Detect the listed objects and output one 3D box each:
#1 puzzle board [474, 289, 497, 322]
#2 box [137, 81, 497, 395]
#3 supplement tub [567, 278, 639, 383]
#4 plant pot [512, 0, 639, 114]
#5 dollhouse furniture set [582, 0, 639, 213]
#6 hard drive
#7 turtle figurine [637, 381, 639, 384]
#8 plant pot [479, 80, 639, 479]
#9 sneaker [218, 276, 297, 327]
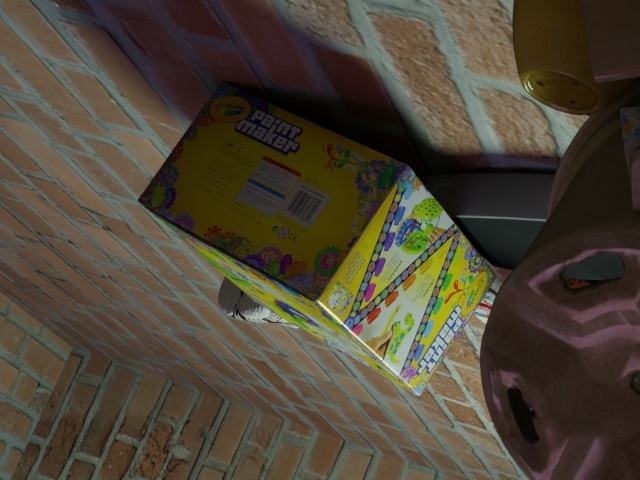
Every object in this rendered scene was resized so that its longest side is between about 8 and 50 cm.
[{"bbox_3d":[0.238,0.098,2.025,0.096,0.011,0.128,5,155,46],"label":"puzzle board"},{"bbox_3d":[0.000,0.000,1.647,0.290,0.177,0.279,27,169,36],"label":"box"},{"bbox_3d":[0.327,0.182,1.824,0.207,0.207,0.338,15,161,27],"label":"supplement tub"},{"bbox_3d":[0.204,-0.156,1.128,0.134,0.095,0.134,22,164,7],"label":"plant pot"},{"bbox_3d":[0.278,-0.156,0.850,0.242,0.212,0.161,-8,157,10],"label":"dollhouse furniture set"},{"bbox_3d":[0.247,-0.014,1.586,0.255,0.054,0.172,4,155,48],"label":"hard drive"},{"bbox_3d":[0.423,0.264,1.638,0.269,0.087,0.217,29,146,39],"label":"turtle figurine"},{"bbox_3d":[0.271,0.052,1.043,0.334,0.333,0.305,15,-156,25],"label":"plant pot"},{"bbox_3d":[0.013,0.098,2.100,0.210,0.137,0.366,37,156,-31],"label":"sneaker"}]
